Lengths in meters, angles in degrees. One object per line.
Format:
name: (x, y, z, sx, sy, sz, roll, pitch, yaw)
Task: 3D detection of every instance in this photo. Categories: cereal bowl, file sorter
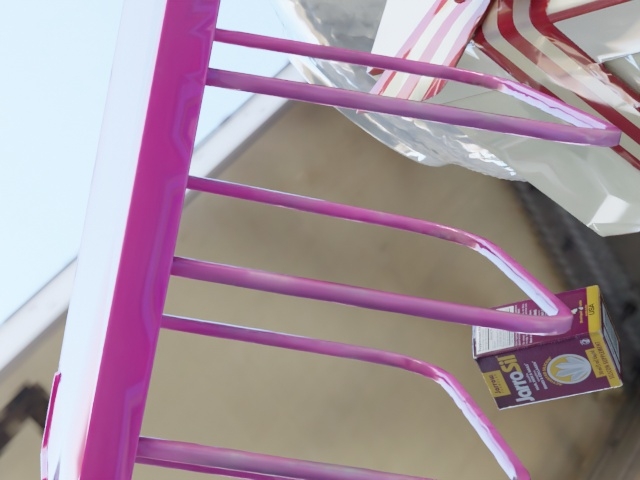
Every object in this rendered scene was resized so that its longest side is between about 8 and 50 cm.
cereal bowl: (0.076, -0.158, 1.249, 0.339, 0.339, 0.141, 39, -73, 4)
file sorter: (0.000, 0.000, 0.669, 0.182, 0.202, 0.290, 9, -79, -11)

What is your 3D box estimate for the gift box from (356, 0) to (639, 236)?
gift box: (0.176, -0.153, 0.966, 0.258, 0.255, 0.276, 34, -33, -34)

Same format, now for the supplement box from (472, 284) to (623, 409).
supplement box: (0.144, 0.068, 1.043, 0.083, 0.043, 0.055, -14, -49, 19)
